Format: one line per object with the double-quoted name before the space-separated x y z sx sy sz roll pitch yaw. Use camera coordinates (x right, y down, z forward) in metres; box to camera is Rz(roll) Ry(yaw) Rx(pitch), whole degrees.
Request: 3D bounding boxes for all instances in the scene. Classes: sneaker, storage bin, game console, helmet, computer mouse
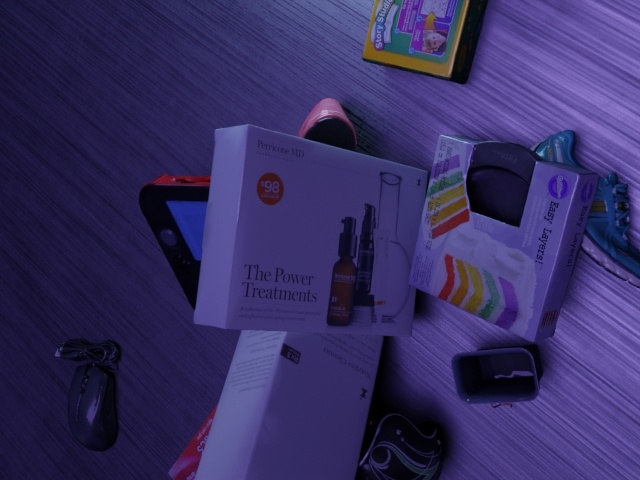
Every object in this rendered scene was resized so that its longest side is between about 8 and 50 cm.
"sneaker" 0.410 -0.044 1.070 0.110 0.107 0.275 -40 75 19
"storage bin" 0.296 0.215 1.172 0.135 0.091 0.098 -11 90 32
"sneaker" -0.008 -0.115 1.320 0.115 0.136 0.314 12 126 -12
"game console" -0.139 0.032 1.345 0.386 0.060 0.342 4 126 31
"helmet" 0.128 0.377 1.245 0.161 0.169 0.169 33 116 -14
"computer mouse" -0.555 0.374 1.711 0.188 0.072 0.273 -1 95 30

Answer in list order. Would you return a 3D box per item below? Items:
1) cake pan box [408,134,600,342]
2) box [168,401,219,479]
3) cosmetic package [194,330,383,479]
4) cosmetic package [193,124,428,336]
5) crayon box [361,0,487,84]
"cake pan box" 0.266 -0.015 1.092 0.245 0.070 0.267 26 112 39
"box" -0.143 0.390 1.422 0.142 0.154 0.300 44 114 18
"cosmetic package" -0.048 0.295 1.194 0.156 0.217 0.385 -25 43 45
"cosmetic package" 0.000 0.000 1.126 0.097 0.377 0.285 0 84 50
"crayon box" 0.184 -0.409 1.168 0.165 0.081 0.279 21 106 27
